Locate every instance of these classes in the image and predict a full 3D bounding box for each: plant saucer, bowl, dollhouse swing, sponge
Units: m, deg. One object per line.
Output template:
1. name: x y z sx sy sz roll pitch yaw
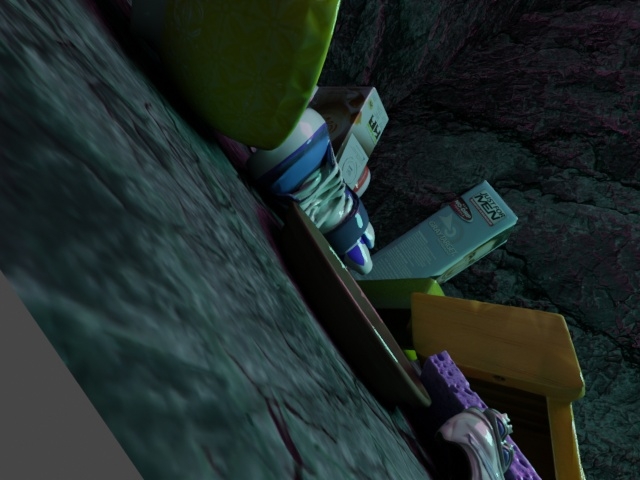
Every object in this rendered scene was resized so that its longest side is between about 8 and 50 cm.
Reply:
1. plant saucer: 0.034 0.077 0.564 0.278 0.041 0.278 56 3 -5
2. bowl: -0.102 -0.244 0.480 0.156 0.289 0.289 6 28 -23
3. dollhouse swing: 0.251 0.320 0.710 0.315 0.305 0.347 6 -42 34
4. plant saucer: 0.153 0.148 0.887 0.188 0.188 0.045 54 47 -32
5. sponge: 0.181 0.249 0.572 0.210 0.031 0.117 -123 -149 -43

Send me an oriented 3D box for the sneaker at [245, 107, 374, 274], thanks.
1. sneaker: 0.015 -0.050 0.718 0.236 0.130 0.323 49 -4 -2

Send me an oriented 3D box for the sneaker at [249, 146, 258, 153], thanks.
1. sneaker: -0.116 -0.216 1.004 0.191 0.083 0.071 57 1 2

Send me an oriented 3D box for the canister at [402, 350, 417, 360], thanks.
1. canister: 0.229 0.265 1.362 0.126 0.073 0.170 58 2 34

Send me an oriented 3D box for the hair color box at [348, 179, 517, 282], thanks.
1. hair color box: 0.243 0.040 1.090 0.114 0.374 0.185 57 3 20

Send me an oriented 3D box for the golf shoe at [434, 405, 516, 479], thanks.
1. golf shoe: 0.159 0.260 0.475 0.069 0.086 0.176 -41 -121 56

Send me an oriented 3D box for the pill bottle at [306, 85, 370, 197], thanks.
1. pill bottle: -0.048 -0.246 1.167 0.363 0.210 0.210 55 3 -28

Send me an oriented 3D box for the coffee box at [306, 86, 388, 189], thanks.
1. coffee box: 0.020 -0.192 0.984 0.141 0.247 0.098 11 -26 34
